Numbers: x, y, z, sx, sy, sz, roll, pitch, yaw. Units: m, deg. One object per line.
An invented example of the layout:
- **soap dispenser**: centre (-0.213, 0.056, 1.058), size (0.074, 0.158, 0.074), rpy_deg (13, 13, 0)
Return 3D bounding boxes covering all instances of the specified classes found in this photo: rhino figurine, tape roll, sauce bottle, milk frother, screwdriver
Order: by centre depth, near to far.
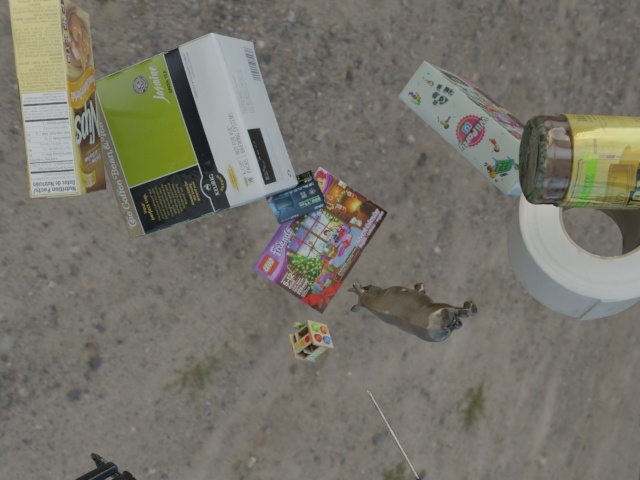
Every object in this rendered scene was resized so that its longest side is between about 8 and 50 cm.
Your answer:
- **screwdriver**: centre (0.084, 0.218, 0.730), size (0.025, 0.170, 0.024), rpy_deg (-47, 152, 22)
- **sauce bottle**: centre (0.412, -0.088, 0.883), size (0.111, 0.344, 0.112), rpy_deg (1, 90, -88)
- **tape roll**: centre (0.413, -0.015, 1.148), size (0.246, 0.246, 0.169), rpy_deg (-60, 166, -10)
- **rhino figurine**: centre (0.139, 0.113, 1.316), size (0.106, 0.243, 0.073), rpy_deg (-16, 115, -45)
- **milk frother**: centre (-0.413, 0.468, 1.388), size (0.134, 0.143, 0.129), rpy_deg (-26, 98, -37)

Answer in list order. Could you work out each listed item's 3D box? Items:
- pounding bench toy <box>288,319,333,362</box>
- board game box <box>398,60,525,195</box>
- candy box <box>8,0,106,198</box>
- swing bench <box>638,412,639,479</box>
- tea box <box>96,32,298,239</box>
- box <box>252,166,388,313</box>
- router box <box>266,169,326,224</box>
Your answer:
- **pounding bench toy**: centre (-0.020, 0.177, 1.451), size (0.052, 0.083, 0.065), rpy_deg (20, 130, -41)
- **board game box**: centre (0.328, -0.213, 1.504), size (0.224, 0.303, 0.098), rpy_deg (-1, 133, -55)
- **candy box**: centre (-0.435, -0.234, 1.277), size (0.087, 0.183, 0.317), rpy_deg (-5, 97, -1)
- **swing bench**: centre (0.559, 0.314, 1.003), size (0.165, 0.253, 0.255), rpy_deg (36, 60, -56)
- **tea box**: centre (-0.267, -0.211, 1.587), size (0.220, 0.323, 0.329), rpy_deg (-30, 104, -71)
- **box**: centre (0.000, 0.000, 1.828), size (0.293, 0.200, 0.057), rpy_deg (-57, -179, -2)
- **router box**: centre (-0.057, -0.098, 1.738), size (0.122, 0.038, 0.092), rpy_deg (-21, 136, 6)
